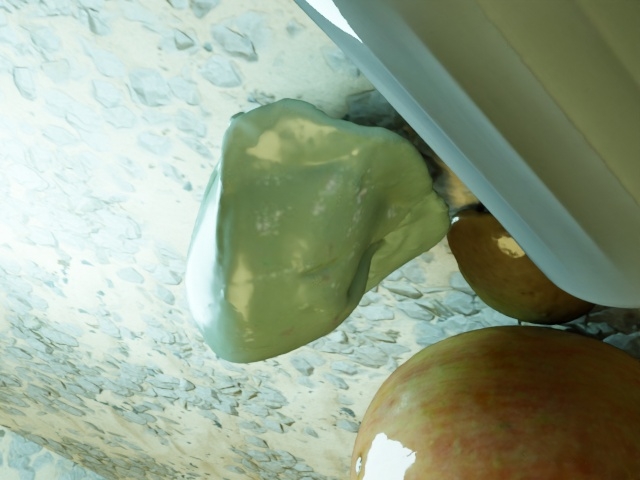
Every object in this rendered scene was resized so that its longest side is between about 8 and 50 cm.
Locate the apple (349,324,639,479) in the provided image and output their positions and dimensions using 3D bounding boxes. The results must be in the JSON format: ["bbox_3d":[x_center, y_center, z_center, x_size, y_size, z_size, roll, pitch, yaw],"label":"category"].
[{"bbox_3d":[0.242,0.284,0.941,0.346,0.391,0.391,-23,128,28],"label":"apple"}]

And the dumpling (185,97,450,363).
[{"bbox_3d":[-0.027,-0.011,0.839,0.212,0.270,0.320,52,168,0],"label":"dumpling"}]

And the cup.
[{"bbox_3d":[0.195,-0.152,0.514,0.323,0.237,0.327,-39,118,18],"label":"cup"}]

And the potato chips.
[{"bbox_3d":[0.216,0.040,0.900,0.150,0.049,0.202,1,148,34],"label":"potato chips"}]
